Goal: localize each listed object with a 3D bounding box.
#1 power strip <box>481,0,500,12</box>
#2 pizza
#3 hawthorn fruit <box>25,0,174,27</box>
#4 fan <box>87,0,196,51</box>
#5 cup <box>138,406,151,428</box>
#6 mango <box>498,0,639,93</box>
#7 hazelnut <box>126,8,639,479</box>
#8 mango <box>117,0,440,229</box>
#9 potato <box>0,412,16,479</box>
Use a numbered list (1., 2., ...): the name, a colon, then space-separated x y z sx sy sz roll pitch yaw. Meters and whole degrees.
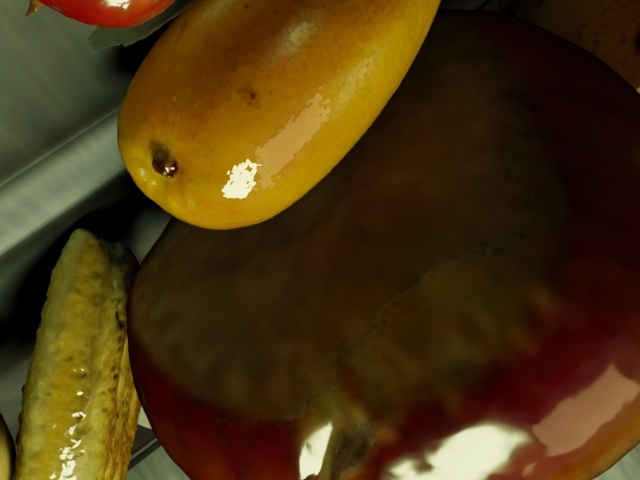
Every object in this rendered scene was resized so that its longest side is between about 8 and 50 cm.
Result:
1. power strip: 0.087 -0.122 1.064 0.288 0.053 0.093 -41 172 19
2. pizza: -0.191 0.145 0.831 0.087 0.258 0.268 8 162 -4
3. hawthorn fruit: -0.068 -0.107 0.333 0.093 0.093 0.093 -37 172 -6
4. fan: 0.026 -0.176 0.424 0.310 0.010 0.182 -47 -156 -13
5. cup: -0.162 0.101 1.066 0.142 0.173 0.134 121 -8 -65
6. mango: 0.266 -0.206 0.867 0.290 0.191 0.160 -33 179 -4
7. hazelnut: 0.072 0.048 0.756 0.409 0.359 0.359 -43 170 23
8. mango: -0.013 -0.100 0.575 0.219 0.112 0.145 -48 173 -8
9. potato: -0.287 0.161 0.798 0.118 0.109 0.178 -10 170 -8
